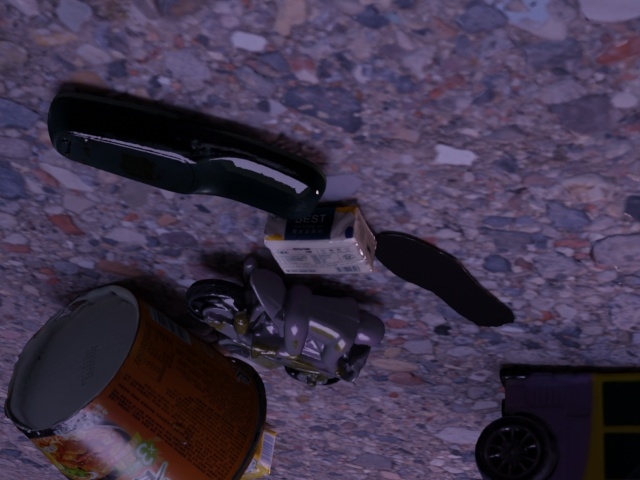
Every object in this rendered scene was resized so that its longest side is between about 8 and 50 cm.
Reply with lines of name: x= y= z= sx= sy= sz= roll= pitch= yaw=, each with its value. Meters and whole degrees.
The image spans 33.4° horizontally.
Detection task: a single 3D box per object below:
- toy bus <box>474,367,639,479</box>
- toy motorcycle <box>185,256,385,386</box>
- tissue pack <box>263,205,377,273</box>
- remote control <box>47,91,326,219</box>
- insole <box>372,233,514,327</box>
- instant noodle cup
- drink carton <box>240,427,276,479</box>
toy bus: x=0.285 y=0.363 z=1.047 sx=0.249 sy=0.440 sz=0.209 roll=-3 pitch=147 yaw=19
toy motorcycle: x=-0.016 y=0.087 z=1.036 sx=0.152 sy=0.073 sz=0.225 roll=-13 pitch=144 yaw=33
tissue pack: x=0.000 y=0.000 z=0.911 sx=0.083 sy=0.042 sz=0.062 roll=-2 pitch=149 yaw=22
remote control: x=-0.104 y=-0.064 z=0.834 sx=0.222 sy=0.042 sz=0.072 roll=16 pitch=152 yaw=-8
insole: x=0.115 y=0.039 z=0.978 sx=0.064 sy=0.004 sz=0.188 roll=-17 pitch=140 yaw=40
instant noodle cup: x=-0.198 y=0.168 z=1.102 sx=0.230 sy=0.230 sz=0.182 roll=-12 pitch=135 yaw=33
drink carton: x=-0.152 y=0.239 z=1.339 sx=0.200 sy=0.074 sz=0.084 roll=30 pitch=145 yaw=-32
